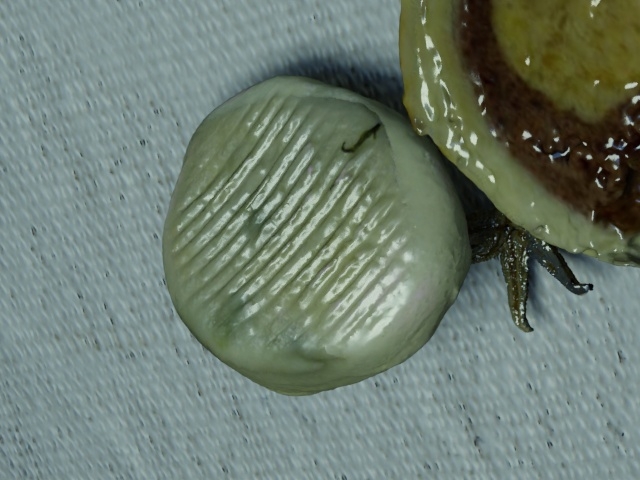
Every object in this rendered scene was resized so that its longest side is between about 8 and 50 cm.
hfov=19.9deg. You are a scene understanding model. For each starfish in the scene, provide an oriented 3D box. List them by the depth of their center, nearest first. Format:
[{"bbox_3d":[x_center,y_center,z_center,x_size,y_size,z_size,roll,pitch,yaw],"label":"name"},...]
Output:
[{"bbox_3d":[0.131,-0.007,1.225,0.133,0.041,0.130,27,133,16],"label":"starfish"}]

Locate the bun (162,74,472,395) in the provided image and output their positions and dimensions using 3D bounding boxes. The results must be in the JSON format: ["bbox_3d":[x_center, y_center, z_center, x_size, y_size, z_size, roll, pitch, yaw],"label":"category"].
[{"bbox_3d":[0.000,0.000,1.235,0.237,0.116,0.210,38,103,36],"label":"bun"}]

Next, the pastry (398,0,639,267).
[{"bbox_3d":[0.180,-0.129,1.089,0.237,0.170,0.256,17,124,41],"label":"pastry"}]
